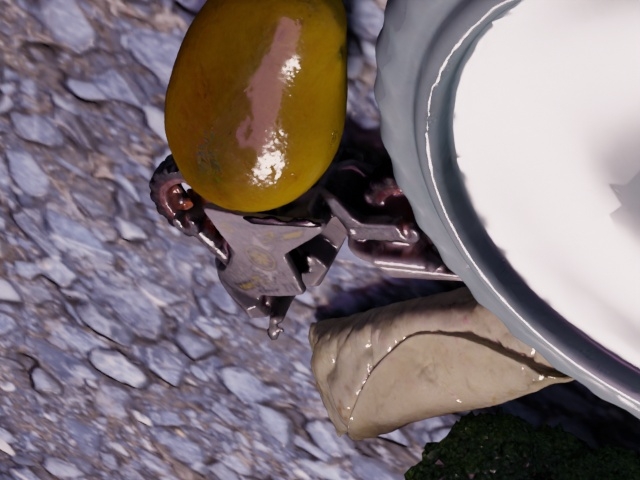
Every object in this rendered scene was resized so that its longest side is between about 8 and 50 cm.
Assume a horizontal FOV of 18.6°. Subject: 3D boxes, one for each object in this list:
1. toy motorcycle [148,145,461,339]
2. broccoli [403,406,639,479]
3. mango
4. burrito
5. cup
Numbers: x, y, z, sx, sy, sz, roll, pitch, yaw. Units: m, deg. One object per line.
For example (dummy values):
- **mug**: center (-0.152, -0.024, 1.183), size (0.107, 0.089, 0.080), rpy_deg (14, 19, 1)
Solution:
- **toy motorcycle**: center (0.000, 0.000, 1.144), size (0.215, 0.080, 0.122), rpy_deg (3, 139, 32)
- **broccoli**: center (0.131, 0.257, 1.237), size (0.308, 0.308, 0.275), rpy_deg (42, 174, -16)
- **mango**: center (-0.030, -0.085, 1.045), size (0.103, 0.076, 0.161), rpy_deg (42, 137, 16)
- **burrito**: center (0.081, 0.069, 1.185), size (0.275, 0.059, 0.082), rpy_deg (-17, 100, 50)
- **cup**: center (0.201, -0.121, 0.575), size (0.257, 0.311, 0.331), rpy_deg (37, 148, -9)
